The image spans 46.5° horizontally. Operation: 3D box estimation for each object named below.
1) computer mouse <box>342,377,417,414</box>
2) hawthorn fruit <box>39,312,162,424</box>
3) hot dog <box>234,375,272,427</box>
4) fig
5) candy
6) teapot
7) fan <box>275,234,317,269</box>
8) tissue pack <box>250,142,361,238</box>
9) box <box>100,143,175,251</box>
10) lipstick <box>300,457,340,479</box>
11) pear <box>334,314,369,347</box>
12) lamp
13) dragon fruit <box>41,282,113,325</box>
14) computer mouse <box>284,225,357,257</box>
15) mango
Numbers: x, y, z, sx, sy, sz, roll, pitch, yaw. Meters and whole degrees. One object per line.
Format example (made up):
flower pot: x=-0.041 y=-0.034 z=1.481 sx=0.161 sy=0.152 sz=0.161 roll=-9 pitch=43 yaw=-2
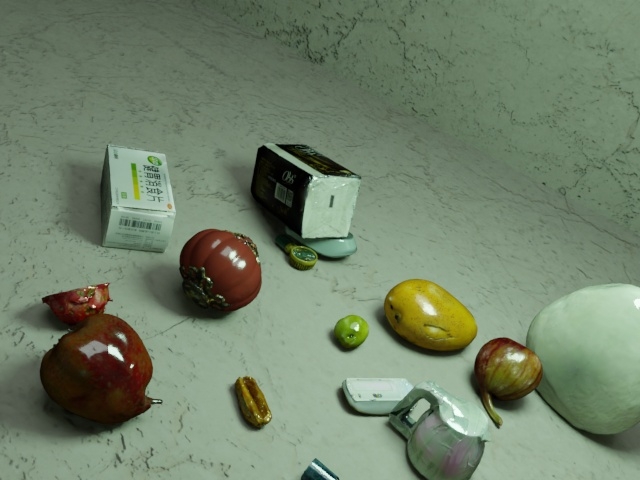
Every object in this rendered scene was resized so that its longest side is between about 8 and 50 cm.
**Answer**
computer mouse: x=0.145 y=0.377 z=1.825 sx=0.199 sy=0.044 sz=0.102 roll=5 pitch=36 yaw=-26
hawthorn fruit: x=-0.428 y=0.270 z=1.512 sx=0.248 sy=0.208 sz=0.208 roll=38 pitch=31 yaw=-7
hot dog: x=-0.155 y=0.361 z=1.677 sx=0.062 sy=0.038 sz=0.144 roll=-3 pitch=37 yaw=-30
fig: x=0.473 y=0.362 z=1.970 sx=0.175 sy=0.207 sz=0.175 roll=40 pitch=-7 yaw=6
candy: x=0.741 y=0.299 z=1.973 sx=0.186 sy=0.427 sz=0.386 roll=1 pitch=51 yaw=-45
teapot: x=0.288 y=0.427 z=1.711 sx=0.163 sy=0.178 sz=0.221 roll=1 pitch=36 yaw=-30
fan: x=-0.076 y=0.034 z=2.214 sx=0.082 sy=0.039 sz=0.155 roll=-14 pitch=45 yaw=-43
tissue pack: x=-0.053 y=-0.159 z=2.279 sx=0.198 sy=0.209 sz=0.370 roll=4 pitch=21 yaw=-31
box: x=-0.514 y=-0.118 z=2.079 sx=0.173 sy=0.145 sz=0.332 roll=5 pitch=35 yaw=-22
lipstick: x=0.064 y=0.544 z=1.533 sx=0.234 sy=0.053 sz=0.053 roll=37 pitch=34 yaw=14
pear: x=0.084 y=0.239 z=1.959 sx=0.092 sy=0.092 sz=0.097 roll=14 pitch=32 yaw=-13
lamp: x=-0.246 y=0.071 z=1.881 sx=0.227 sy=0.226 sz=0.226 roll=16 pitch=32 yaw=-10
dragon fruit: x=-0.547 y=0.161 z=1.698 sx=0.153 sy=0.153 sz=0.110 roll=-11 pitch=85 yaw=-41
computer mouse: x=0.000 y=0.000 z=2.275 sx=0.231 sy=0.079 sz=0.128 roll=16 pitch=17 yaw=6
mango: x=0.317 y=0.218 z=2.075 sx=0.291 sy=0.159 sz=0.191 roll=23 pitch=24 yaw=-17
